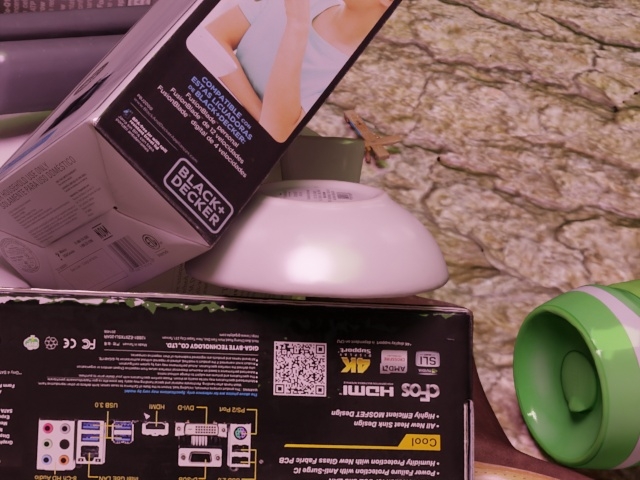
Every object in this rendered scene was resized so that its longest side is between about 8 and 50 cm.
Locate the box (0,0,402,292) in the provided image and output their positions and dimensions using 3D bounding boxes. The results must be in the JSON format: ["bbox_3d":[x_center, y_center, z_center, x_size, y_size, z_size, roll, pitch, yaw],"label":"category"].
[{"bbox_3d":[-0.055,-0.101,0.848,0.087,0.169,0.290,46,55,-15],"label":"box"}]

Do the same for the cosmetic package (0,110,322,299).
[{"bbox_3d":[-0.191,0.006,0.971,0.197,0.155,0.365,34,42,27],"label":"cosmetic package"}]

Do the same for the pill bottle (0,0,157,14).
[{"bbox_3d":[-0.244,-0.259,1.307,0.283,0.161,0.161,7,36,-8],"label":"pill bottle"}]

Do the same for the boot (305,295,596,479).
[{"bbox_3d":[0.090,0.108,0.966,0.248,0.090,0.207,11,38,5],"label":"boot"}]

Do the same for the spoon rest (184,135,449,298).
[{"bbox_3d":[0.000,0.000,0.852,0.137,0.084,0.276,2,13,1],"label":"spoon rest"}]

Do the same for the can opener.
[{"bbox_3d":[-0.106,-0.146,0.990,0.283,0.095,0.076,-11,39,-41],"label":"can opener"}]

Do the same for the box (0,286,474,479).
[{"bbox_3d":[-0.084,0.156,0.743,0.322,0.079,0.257,2,81,-12],"label":"box"}]

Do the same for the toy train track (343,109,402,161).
[{"bbox_3d":[0.039,-0.087,1.283,0.048,0.014,0.083,-10,35,-17],"label":"toy train track"}]

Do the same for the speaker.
[{"bbox_3d":[0.285,0.075,1.038,0.296,0.131,0.131,-8,40,-25],"label":"speaker"}]
